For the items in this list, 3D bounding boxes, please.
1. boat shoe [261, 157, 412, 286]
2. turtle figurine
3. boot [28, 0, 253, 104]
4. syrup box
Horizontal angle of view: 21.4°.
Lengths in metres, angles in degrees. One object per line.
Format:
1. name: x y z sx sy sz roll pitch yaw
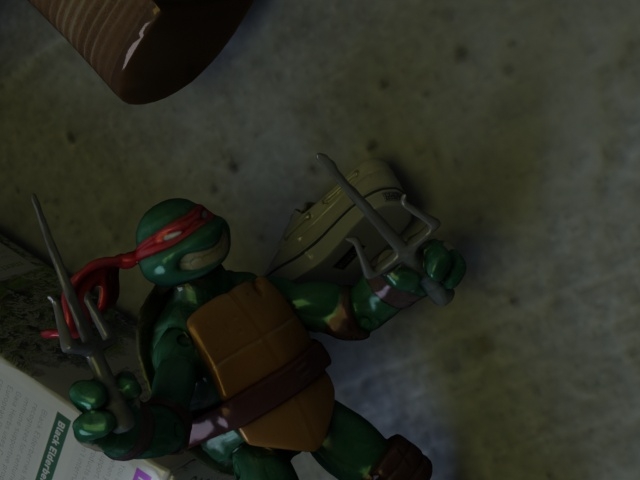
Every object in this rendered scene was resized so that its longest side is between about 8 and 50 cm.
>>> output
1. boat shoe: 0.000 0.000 0.750 0.100 0.035 0.035 -45 48 35
2. turtle figurine: -0.017 0.057 0.697 0.234 0.175 0.118 59 162 -7
3. boot: -0.068 -0.225 0.716 0.220 0.109 0.283 53 129 17
4. syrup box: -0.146 0.075 0.815 0.237 0.093 0.096 32 115 21
